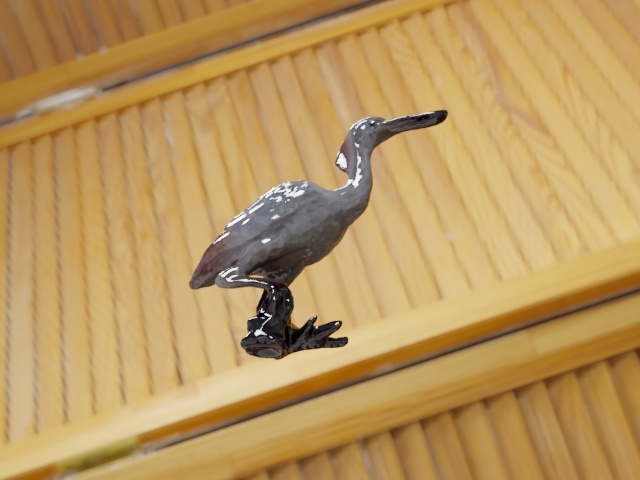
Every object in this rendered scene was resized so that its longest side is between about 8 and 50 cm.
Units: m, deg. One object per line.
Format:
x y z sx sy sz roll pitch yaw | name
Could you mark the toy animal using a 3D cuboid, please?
-0.013 -0.016 1.321 0.324 0.195 0.090 -62 -31 -22 | toy animal
